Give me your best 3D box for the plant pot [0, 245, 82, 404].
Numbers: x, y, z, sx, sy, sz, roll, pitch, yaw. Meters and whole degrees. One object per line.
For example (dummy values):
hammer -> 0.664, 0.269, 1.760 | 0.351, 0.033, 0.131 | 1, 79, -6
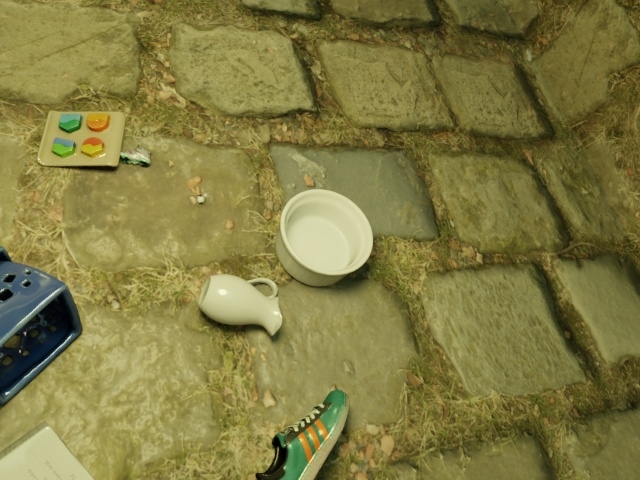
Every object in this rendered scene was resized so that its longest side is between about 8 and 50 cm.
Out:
plant pot -> -0.682, 0.168, 1.070 | 0.212, 0.235, 0.236 | 34, 55, 7

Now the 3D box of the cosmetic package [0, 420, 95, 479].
cosmetic package -> -0.610, 0.538, 0.906 | 0.385, 0.156, 0.217 | -39, 98, -34

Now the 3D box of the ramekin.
ramekin -> 0.000, 0.000, 1.484 | 0.278, 0.135, 0.276 | 10, 59, -17

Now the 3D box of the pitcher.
pitcher -> -0.207, 0.149, 1.341 | 0.207, 0.125, 0.177 | 22, 35, -21

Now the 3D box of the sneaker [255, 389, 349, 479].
sneaker -> -0.039, 0.474, 1.221 | 0.121, 0.108, 0.302 | 38, 57, -3

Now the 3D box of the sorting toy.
sorting toy -> -0.668, -0.292, 1.420 | 0.209, 0.038, 0.192 | 1, 62, -8

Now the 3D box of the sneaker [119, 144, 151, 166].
sneaker -> -0.542, -0.255, 1.473 | 0.098, 0.038, 0.069 | 14, 55, -23
